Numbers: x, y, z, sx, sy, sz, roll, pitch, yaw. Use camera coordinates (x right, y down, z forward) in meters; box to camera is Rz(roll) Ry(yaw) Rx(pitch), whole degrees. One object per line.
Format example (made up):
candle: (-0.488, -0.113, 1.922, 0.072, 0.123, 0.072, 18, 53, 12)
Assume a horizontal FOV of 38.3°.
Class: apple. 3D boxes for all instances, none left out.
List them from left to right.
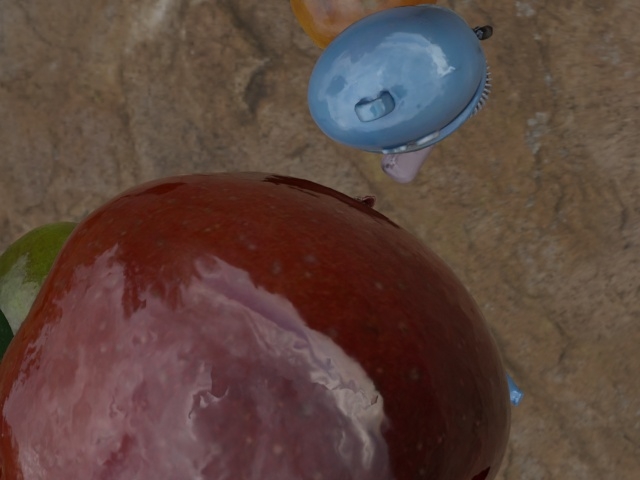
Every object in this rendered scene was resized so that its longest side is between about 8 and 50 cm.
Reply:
apple: (-0.030, 0.078, 0.410, 0.201, 0.218, 0.218, 34, 115, 18)

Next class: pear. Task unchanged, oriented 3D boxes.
pear: (-0.370, 0.109, 1.375, 0.321, 0.269, 0.269, -123, 44, -64)

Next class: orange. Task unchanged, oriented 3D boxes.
orange: (0.074, -0.437, 1.564, 0.261, 0.261, 0.261, 6, 102, 31)

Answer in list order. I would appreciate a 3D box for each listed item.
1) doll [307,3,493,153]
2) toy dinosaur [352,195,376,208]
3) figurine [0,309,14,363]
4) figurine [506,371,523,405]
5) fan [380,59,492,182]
doll: (0.089, -0.168, 0.935, 0.177, 0.314, 0.141, -17, 104, 25)
toy dinosaur: (0.000, 0.000, 0.950, 0.154, 0.055, 0.049, -37, 102, 31)
figurine: (-0.483, 0.176, 1.112, 0.234, 0.127, 0.185, -14, 90, 0)
figurine: (0.232, 0.273, 1.725, 0.262, 0.154, 0.180, 29, 92, 24)
fan: (0.175, -0.203, 1.456, 0.130, 0.074, 0.244, 33, 88, -17)
